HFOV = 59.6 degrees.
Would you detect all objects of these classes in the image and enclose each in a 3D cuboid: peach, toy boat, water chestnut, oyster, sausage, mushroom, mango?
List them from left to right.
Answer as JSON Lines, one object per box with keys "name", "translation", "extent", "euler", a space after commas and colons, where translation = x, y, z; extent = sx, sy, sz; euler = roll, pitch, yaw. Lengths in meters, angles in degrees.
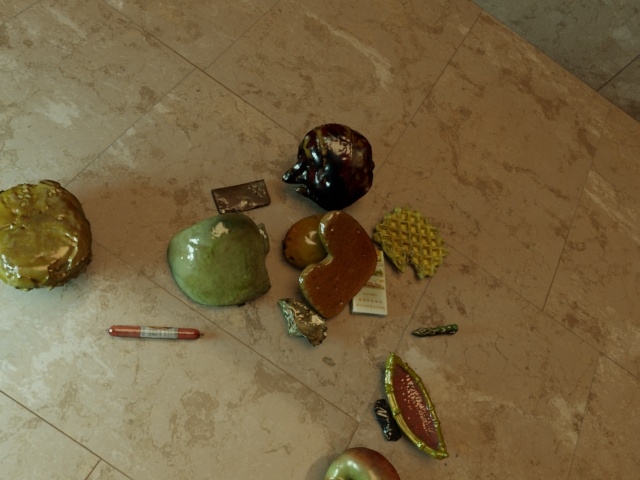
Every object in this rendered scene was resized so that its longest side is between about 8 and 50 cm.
{"name": "sausage", "translation": [-0.437, 0.245, 1.486], "extent": [0.253, 0.034, 0.034], "euler": [7, 63, -19]}
{"name": "mushroom", "translation": [-0.252, 0.056, 1.565], "extent": [0.292, 0.212, 0.217], "euler": [-8, 60, -32]}
{"name": "oyster", "translation": [-0.058, 0.234, 1.629], "extent": [0.177, 0.056, 0.105], "euler": [40, 46, 0]}
{"name": "mango", "translation": [0.000, 0.000, 1.728], "extent": [0.249, 0.151, 0.155], "euler": [-16, 103, -34]}
{"name": "water chestnut", "translation": [0.032, -0.231, 1.776], "extent": [0.289, 0.289, 0.244], "euler": [37, 62, -1]}
{"name": "peach", "translation": [0.112, 0.651, 1.423], "extent": [0.233, 0.232, 0.232], "euler": [9, 62, -17]}
{"name": "toy boat", "translation": [0.267, 0.478, 1.612], "extent": [0.141, 0.099, 0.317], "euler": [-16, 69, -31]}

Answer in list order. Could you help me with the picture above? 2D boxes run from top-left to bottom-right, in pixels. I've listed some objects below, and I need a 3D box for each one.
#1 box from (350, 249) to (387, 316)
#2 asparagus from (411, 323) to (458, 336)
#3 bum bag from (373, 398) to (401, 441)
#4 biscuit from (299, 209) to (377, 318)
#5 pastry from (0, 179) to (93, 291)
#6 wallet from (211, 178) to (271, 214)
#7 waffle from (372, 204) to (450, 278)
{"name": "box", "translation": [0.149, 0.130, 1.774], "extent": [0.122, 0.032, 0.220], "euler": [8, 62, -18]}
{"name": "asparagus", "translation": [0.364, 0.288, 1.778], "extent": [0.165, 0.036, 0.030], "euler": [-1, 58, -21]}
{"name": "bum bag", "translation": [0.190, 0.514, 1.597], "extent": [0.058, 0.034, 0.124], "euler": [-16, 72, -42]}
{"name": "biscuit", "translation": [0.037, 0.067, 1.652], "extent": [0.277, 0.052, 0.262], "euler": [-50, 123, -11]}
{"name": "pastry", "translation": [-0.715, -0.002, 1.424], "extent": [0.255, 0.162, 0.310], "euler": [-20, 63, -18]}
{"name": "wallet", "translation": [-0.245, -0.138, 1.757], "extent": [0.176, 0.026, 0.095], "euler": [-13, 73, -26]}
{"name": "waffle", "translation": [0.310, 0.005, 1.885], "extent": [0.250, 0.056, 0.261], "euler": [-33, 78, -36]}
